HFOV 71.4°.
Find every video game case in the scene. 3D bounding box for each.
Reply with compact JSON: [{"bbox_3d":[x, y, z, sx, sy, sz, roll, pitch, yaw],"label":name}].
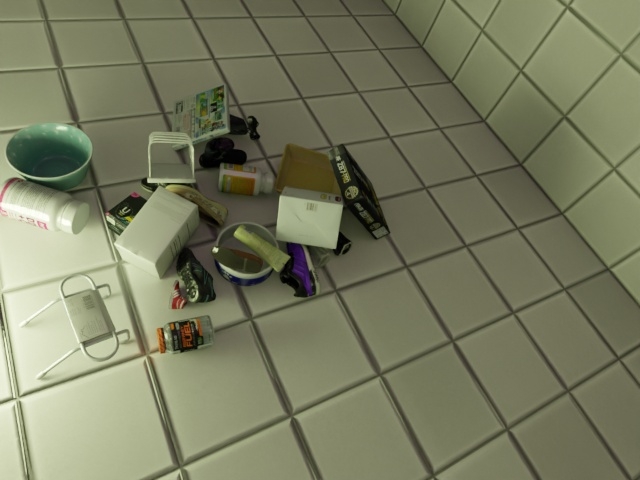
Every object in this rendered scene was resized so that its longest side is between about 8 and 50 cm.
[{"bbox_3d":[-0.591,-0.614,2.202,0.300,0.036,0.329,-16,57,10],"label":"video game case"}]

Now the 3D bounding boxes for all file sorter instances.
[{"bbox_3d":[-0.651,-0.368,1.943,0.193,0.173,0.277,-2,22,-20],"label":"file sorter"}]

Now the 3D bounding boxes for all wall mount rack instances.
[{"bbox_3d":[-0.846,0.299,1.534,0.304,0.130,0.350,-19,64,-32],"label":"wall mount rack"}]

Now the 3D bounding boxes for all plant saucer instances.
[{"bbox_3d":[-0.049,-0.307,2.232,0.333,0.081,0.333,16,54,-7],"label":"plant saucer"}]

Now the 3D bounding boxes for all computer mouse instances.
[{"bbox_3d":[-0.447,-0.583,2.256,0.272,0.188,0.072,18,70,5],"label":"computer mouse"}]

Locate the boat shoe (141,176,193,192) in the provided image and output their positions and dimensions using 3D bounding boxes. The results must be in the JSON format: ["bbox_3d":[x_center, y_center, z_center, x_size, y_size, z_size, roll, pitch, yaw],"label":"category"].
[{"bbox_3d":[-0.674,-0.248,1.949,0.233,0.079,0.084,10,61,4],"label":"boat shoe"}]

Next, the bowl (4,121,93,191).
[{"bbox_3d":[-1.103,-0.323,1.846,0.311,0.163,0.311,9,54,-13],"label":"bowl"}]

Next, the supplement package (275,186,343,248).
[{"bbox_3d":[-0.046,-0.100,1.911,0.262,0.204,0.145,9,22,-1],"label":"supplement package"}]

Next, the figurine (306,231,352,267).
[{"bbox_3d":[0.000,0.000,2.043,0.215,0.092,0.209,-27,61,-30],"label":"figurine"}]

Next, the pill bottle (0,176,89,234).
[{"bbox_3d":[-1.068,-0.128,1.725,0.283,0.160,0.160,18,53,-5],"label":"pill bottle"}]

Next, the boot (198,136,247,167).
[{"bbox_3d":[-0.433,-0.409,2.083,0.246,0.207,0.094,-11,85,-29],"label":"boot"}]

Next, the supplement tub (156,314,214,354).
[{"bbox_3d":[-0.490,0.345,1.617,0.190,0.117,0.117,-9,60,-23],"label":"supplement tub"}]

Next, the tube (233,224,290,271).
[{"bbox_3d":[-0.244,0.029,1.826,0.240,0.062,0.070,36,97,1],"label":"tube"}]

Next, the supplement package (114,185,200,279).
[{"bbox_3d":[-0.634,-0.029,1.763,0.177,0.175,0.293,28,63,1],"label":"supplement package"}]

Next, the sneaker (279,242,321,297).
[{"bbox_3d":[-0.113,0.115,1.907,0.146,0.102,0.293,-13,62,-24],"label":"sneaker"}]

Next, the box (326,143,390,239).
[{"bbox_3d":[0.184,-0.217,2.083,0.097,0.395,0.318,-27,57,15],"label":"box"}]

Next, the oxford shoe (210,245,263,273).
[{"bbox_3d":[-0.330,0.070,1.770,0.212,0.076,0.076,21,23,-1],"label":"oxford shoe"}]

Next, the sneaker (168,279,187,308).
[{"bbox_3d":[-0.547,0.213,1.735,0.067,0.042,0.118,7,62,-8],"label":"sneaker"}]

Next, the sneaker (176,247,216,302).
[{"bbox_3d":[-0.499,0.144,1.784,0.106,0.101,0.267,14,39,-47],"label":"sneaker"}]

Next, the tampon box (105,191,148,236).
[{"bbox_3d":[-0.775,-0.096,1.835,0.120,0.101,0.161,33,53,5],"label":"tampon box"}]

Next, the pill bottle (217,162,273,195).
[{"bbox_3d":[-0.350,-0.280,2.079,0.246,0.136,0.136,6,55,-14],"label":"pill bottle"}]

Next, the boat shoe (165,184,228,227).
[{"bbox_3d":[-0.537,-0.148,1.918,0.285,0.104,0.089,23,47,-18],"label":"boat shoe"}]

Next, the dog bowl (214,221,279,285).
[{"bbox_3d":[-0.312,0.056,1.881,0.265,0.104,0.265,9,55,-13],"label":"dog bowl"}]
